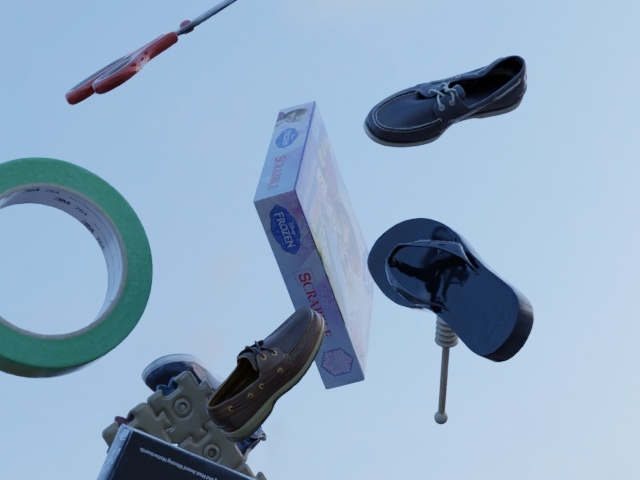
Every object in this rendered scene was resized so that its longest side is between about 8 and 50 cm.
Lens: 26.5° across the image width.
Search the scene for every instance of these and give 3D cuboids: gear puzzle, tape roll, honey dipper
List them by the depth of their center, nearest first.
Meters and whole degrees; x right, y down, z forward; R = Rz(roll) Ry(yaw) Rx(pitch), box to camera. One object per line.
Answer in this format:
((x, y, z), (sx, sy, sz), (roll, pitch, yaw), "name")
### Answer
((0.152, 0.161, 1.679), (0.030, 0.030, 0.161), (-7, -59, -15), "honey dipper")
((-0.165, 0.360, 1.919), (0.175, 0.339, 0.044), (-36, 12, -29), "gear puzzle")
((-0.410, 0.039, 1.995), (0.321, 0.321, 0.077), (3, -18, -27), "tape roll")

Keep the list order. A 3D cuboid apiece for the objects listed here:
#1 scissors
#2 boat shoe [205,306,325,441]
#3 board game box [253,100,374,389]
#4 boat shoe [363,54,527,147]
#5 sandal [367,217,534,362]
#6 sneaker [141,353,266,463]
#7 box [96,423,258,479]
((-0.179, -0.246, 1.618), (0.297, 0.021, 0.109), (-41, 19, -29), "scissors")
((-0.062, 0.144, 1.540), (0.178, 0.064, 0.060), (-51, -56, -14), "boat shoe")
((0.000, 0.000, 2.005), (0.065, 0.319, 0.318), (-14, -63, 13), "board game box")
((0.144, -0.165, 1.542), (0.206, 0.075, 0.065), (-18, -27, -18), "boat shoe")
((0.120, 0.036, 1.357), (0.054, 0.254, 0.097), (25, -86, -33), "sandal")
((-0.181, 0.278, 2.198), (0.086, 0.163, 0.226), (-46, -43, 12), "sneaker")
((-0.113, 0.358, 1.390), (0.307, 0.242, 0.076), (26, -9, -15), "box")
